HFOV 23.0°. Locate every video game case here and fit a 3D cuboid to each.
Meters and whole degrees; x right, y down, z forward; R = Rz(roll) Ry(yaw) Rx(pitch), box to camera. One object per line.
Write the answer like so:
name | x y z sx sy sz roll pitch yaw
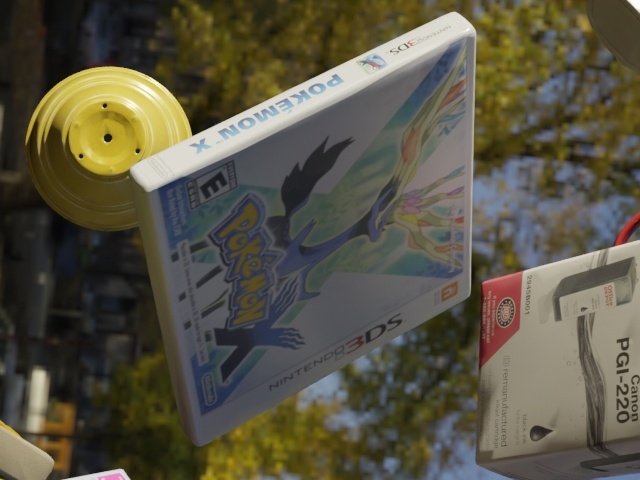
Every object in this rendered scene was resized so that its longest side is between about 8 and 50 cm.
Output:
video game case | 0.000 0.000 1.303 0.036 0.300 0.329 47 -24 36

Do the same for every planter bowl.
planter bowl | -0.270 -0.125 2.010 0.090 0.217 0.217 135 -39 -81

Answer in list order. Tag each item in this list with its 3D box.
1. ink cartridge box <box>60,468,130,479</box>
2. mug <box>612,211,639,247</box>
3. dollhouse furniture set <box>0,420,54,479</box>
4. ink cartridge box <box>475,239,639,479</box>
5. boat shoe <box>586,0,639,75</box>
ink cartridge box | -0.362 0.367 1.890 0.186 0.065 0.311 -46 159 16
mug | 0.384 0.002 1.564 0.169 0.150 0.113 -65 -172 -8
dollhouse furniture set | -0.377 0.102 1.436 0.198 0.301 0.151 4 -118 44
ink cartridge box | 0.226 0.093 1.191 0.218 0.092 0.158 -17 -118 44
boat shoe | 0.452 -0.193 1.863 0.324 0.097 0.116 52 -27 14
